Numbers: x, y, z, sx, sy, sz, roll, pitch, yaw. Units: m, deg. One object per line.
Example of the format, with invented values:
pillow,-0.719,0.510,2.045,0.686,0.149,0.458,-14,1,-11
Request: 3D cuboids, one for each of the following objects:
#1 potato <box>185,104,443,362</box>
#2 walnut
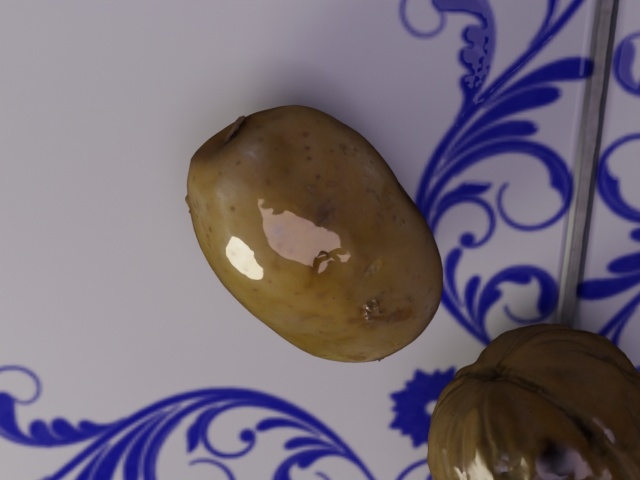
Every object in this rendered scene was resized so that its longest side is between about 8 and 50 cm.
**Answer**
potato,0.000,0.000,0.975,0.118,0.109,0.178,-48,119,-11
walnut,0.151,0.145,1.044,0.155,0.155,0.184,-31,109,6
